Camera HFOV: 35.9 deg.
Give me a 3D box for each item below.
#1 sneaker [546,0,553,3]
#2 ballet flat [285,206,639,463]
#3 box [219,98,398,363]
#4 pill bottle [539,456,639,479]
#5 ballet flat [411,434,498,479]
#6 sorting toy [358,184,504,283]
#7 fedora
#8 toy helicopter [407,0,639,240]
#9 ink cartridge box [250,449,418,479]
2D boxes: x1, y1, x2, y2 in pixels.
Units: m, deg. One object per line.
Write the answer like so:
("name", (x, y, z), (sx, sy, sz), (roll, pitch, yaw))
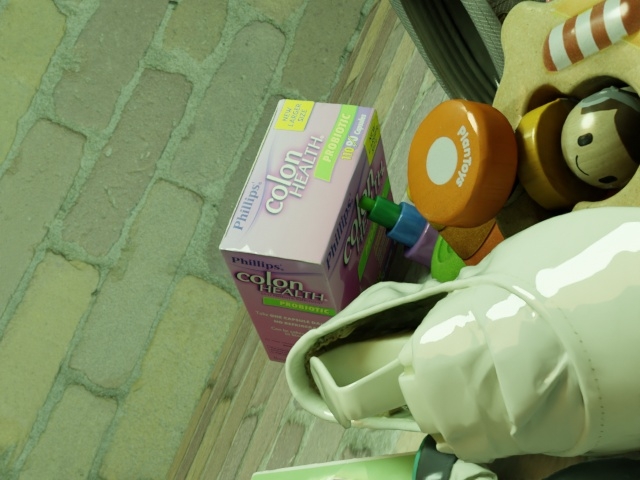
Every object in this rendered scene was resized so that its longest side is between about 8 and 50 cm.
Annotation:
("sneaker", (0.269, -0.246, 0.674), (0.112, 0.121, 0.299), (-29, -24, -52))
("ballet flat", (0.084, 0.077, 0.593), (0.139, 0.139, 0.400), (-67, 17, -16))
("box", (0.000, 0.000, 1.139), (0.243, 0.117, 0.213), (72, -148, -52))
("pill bottle", (0.117, 0.172, 0.315), (0.123, 0.123, 0.219), (-61, 10, 21))
("ballet flat", (0.091, 0.192, 0.624), (0.074, 0.074, 0.203), (-58, 5, 39))
("sorting toy", (0.105, -0.022, 0.907), (0.127, 0.126, 0.365), (-65, 10, -3))
("fedora", (0.150, -0.208, 0.845), (0.124, 0.275, 0.244), (-33, 1, -2))
("toy helicopter", (0.199, -0.138, 0.588), (0.235, 0.140, 0.355), (30, 110, 57))
("ink cartridge box", (0.000, 0.267, 0.685), (0.171, 0.056, 0.235), (-15, 38, 31))
